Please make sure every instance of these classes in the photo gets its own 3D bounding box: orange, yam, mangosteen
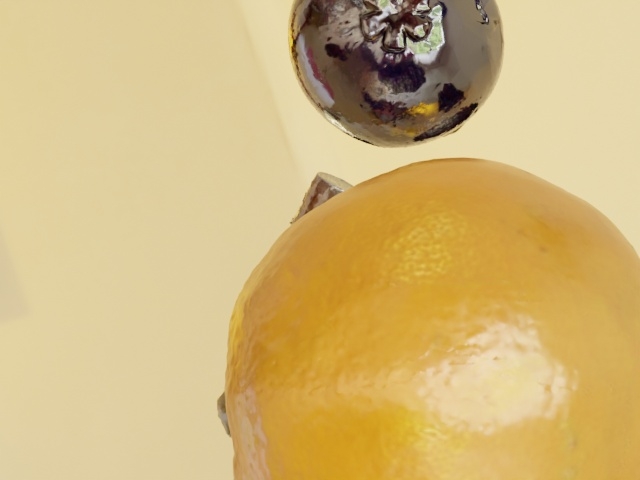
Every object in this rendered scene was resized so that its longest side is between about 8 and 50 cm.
[{"bbox_3d":[0.081,0.101,1.083,0.312,0.312,0.312,45,-35,44],"label":"orange"},{"bbox_3d":[0.000,0.001,1.875,0.079,0.079,0.141,39,-71,49],"label":"yam"},{"bbox_3d":[0.071,-0.173,1.508,0.194,0.194,0.230,66,7,10],"label":"mangosteen"}]
